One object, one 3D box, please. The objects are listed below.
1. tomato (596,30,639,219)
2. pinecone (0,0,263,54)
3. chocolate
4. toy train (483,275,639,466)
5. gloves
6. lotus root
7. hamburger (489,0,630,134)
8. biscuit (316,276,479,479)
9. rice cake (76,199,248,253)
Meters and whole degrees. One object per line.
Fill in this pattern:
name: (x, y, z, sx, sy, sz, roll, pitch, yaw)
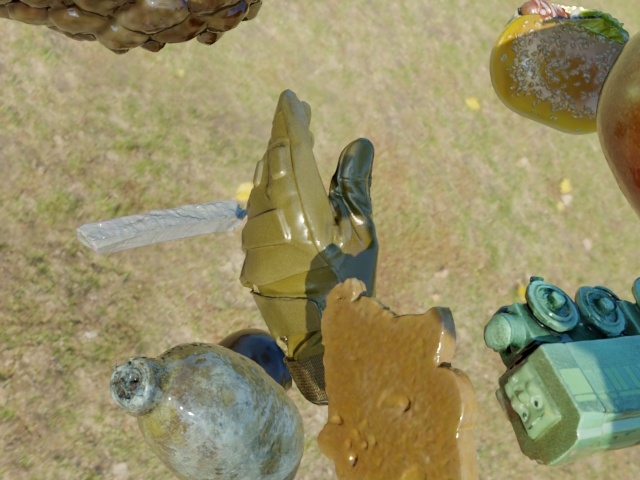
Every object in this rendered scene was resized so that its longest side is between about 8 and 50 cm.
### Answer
tomato: (0.408, -0.114, 0.775, 0.303, 0.303, 0.239, 21, 15, -37)
pinecone: (-0.084, -0.180, 0.328, 0.184, 0.179, 0.204, -73, 157, -62)
chocolate: (-0.120, 0.204, 1.278, 0.133, 0.124, 0.127, -24, 99, -19)
toy train: (0.133, 0.050, 0.347, 0.148, 0.038, 0.071, -1, 54, -31)
gloves: (-0.012, 0.006, 0.880, 0.141, 0.154, 0.331, -16, 94, -29)
lotus root: (-0.122, 0.224, 1.020, 0.349, 0.175, 0.175, 56, 23, -53)
hamburger: (0.341, -0.244, 1.169, 0.210, 0.173, 0.116, 22, 1, -8)
biscuit: (0.059, 0.135, 0.620, 0.035, 0.162, 0.250, 10, 46, -36)
rice cake: (-0.237, -0.022, 1.271, 0.270, 0.055, 0.049, -12, 54, -31)
